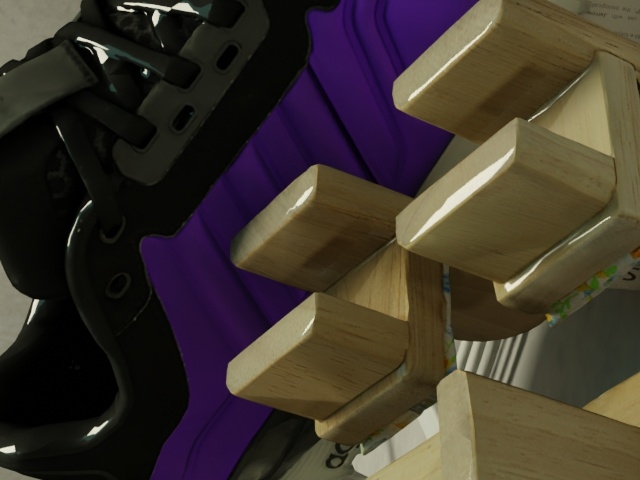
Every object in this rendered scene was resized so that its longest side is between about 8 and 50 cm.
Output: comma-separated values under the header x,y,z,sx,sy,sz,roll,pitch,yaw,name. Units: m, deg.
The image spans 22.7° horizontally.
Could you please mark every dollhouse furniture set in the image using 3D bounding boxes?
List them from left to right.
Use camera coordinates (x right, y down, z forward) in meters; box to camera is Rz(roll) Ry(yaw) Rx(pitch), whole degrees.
x,y,z,sx,sy,sz,roll,pitch,yaw,name
0.047,0.107,0.396,0.242,0.161,0.212,-41,39,43,dollhouse furniture set

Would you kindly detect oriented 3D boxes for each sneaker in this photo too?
x,y,z,sx,sy,sz,roll,pitch,yaw,name
-0.029,-0.039,0.447,0.102,0.146,0.293,50,130,48,sneaker

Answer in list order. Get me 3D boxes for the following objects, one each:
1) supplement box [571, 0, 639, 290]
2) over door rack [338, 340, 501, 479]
x,y,z,sx,sy,sz,roll,pitch,yaw,name
0.077,-0.042,0.468,0.062,0.036,0.098,-118,35,-73,supplement box
0.000,0.000,0.696,0.324,0.108,0.240,-96,16,-53,over door rack
